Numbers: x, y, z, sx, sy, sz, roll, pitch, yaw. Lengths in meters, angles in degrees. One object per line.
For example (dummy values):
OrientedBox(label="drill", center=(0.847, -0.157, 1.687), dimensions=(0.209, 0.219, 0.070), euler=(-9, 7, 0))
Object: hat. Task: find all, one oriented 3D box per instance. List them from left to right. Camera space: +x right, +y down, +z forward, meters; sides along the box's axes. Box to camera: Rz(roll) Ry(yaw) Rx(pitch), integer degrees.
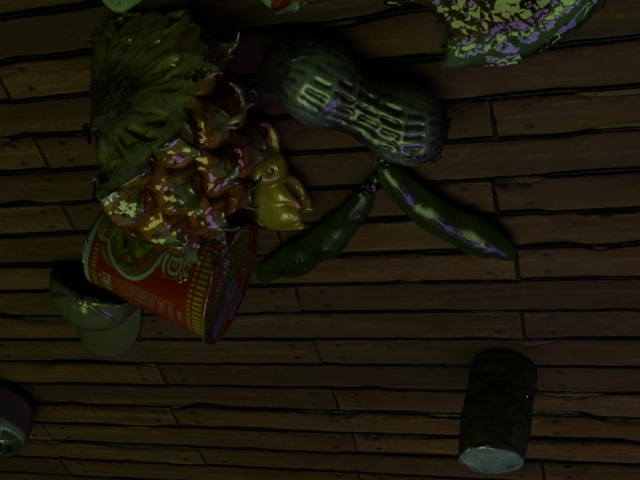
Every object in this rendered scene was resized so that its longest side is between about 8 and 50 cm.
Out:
OrientedBox(label="hat", center=(-0.382, 0.141, 1.503), dimensions=(0.166, 0.144, 0.173), euler=(12, 111, 8))

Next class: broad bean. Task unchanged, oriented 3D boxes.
OrientedBox(label="broad bean", center=(0.001, 0.001, 1.309), dimensions=(0.060, 0.043, 0.297), euler=(45, 128, -9))
OrientedBox(label="broad bean", center=(0.164, -0.035, 1.224), dimensions=(0.254, 0.046, 0.065), euler=(34, 119, -13))

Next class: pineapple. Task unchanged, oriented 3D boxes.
OrientedBox(label="pineapple", center=(-0.129, -0.120, 1.118), dimensions=(0.209, 0.344, 0.286), euler=(-24, 139, 12))

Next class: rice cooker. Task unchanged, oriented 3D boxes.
OrientedBox(label="rice cooker", center=(-0.665, 0.344, 1.768), dimensions=(0.206, 0.127, 0.145), euler=(25, 133, -2))

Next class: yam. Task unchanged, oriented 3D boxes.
OrientedBox(label="yam", center=(0.268, 0.267, 1.370), dimensions=(0.107, 0.194, 0.107), euler=(10, 132, 11))

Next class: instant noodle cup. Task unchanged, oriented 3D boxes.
OrientedBox(label="instant noodle cup", center=(-0.226, 0.032, 1.323), dimensions=(0.212, 0.193, 0.193), euler=(18, 135, 11))

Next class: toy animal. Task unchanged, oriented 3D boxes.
OrientedBox(label="toy animal", center=(-0.070, -0.089, 1.234), dimensions=(0.083, 0.070, 0.159), euler=(-3, 126, 22))

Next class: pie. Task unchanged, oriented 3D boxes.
OrientedBox(label="pie", center=(0.179, -0.312, 0.951), dimensions=(0.302, 0.067, 0.302), euler=(8, 134, 8))

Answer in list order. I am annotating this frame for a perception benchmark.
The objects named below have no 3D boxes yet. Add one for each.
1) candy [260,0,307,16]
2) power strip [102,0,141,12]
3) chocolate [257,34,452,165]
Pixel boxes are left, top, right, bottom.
OrientedBox(label="candy", center=(0.025, -0.298, 0.936), dimensions=(0.287, 0.078, 0.084), euler=(0, 104, 49))
OrientedBox(label="power strip", center=(-0.130, -0.369, 0.993), dimensions=(0.385, 0.062, 0.091), euler=(-22, 122, 31))
OrientedBox(label="chocolate", center=(0.043, -0.171, 1.095), dimensions=(0.248, 0.110, 0.110), euler=(23, 134, -9))
